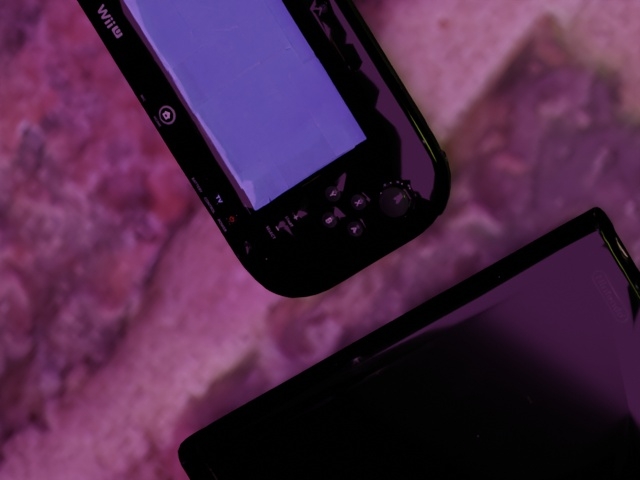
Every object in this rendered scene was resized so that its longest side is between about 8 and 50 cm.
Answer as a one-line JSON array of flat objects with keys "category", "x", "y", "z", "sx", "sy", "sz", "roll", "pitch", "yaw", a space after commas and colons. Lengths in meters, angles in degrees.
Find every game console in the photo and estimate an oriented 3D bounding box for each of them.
[{"category": "game console", "x": 0.000, "y": 0.000, "z": 0.684, "sx": 0.213, "sy": 0.044, "sz": 0.361, "roll": -31, "pitch": 90, "yaw": 17}]
